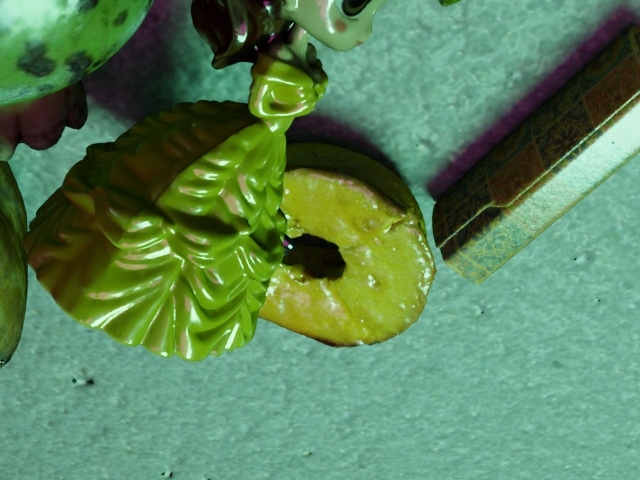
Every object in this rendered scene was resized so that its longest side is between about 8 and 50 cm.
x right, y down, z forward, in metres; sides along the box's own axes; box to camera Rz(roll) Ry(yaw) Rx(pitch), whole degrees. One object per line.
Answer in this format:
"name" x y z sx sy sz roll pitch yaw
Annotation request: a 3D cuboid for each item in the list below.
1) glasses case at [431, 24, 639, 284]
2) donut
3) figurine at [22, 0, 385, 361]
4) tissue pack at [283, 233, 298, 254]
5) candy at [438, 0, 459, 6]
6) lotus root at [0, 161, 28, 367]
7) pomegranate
"glasses case" 0.174 -0.062 0.894 0.049 0.075 0.218 32 125 -21
"donut" 0.000 -0.002 0.950 0.190 0.074 0.174 8 131 5
"figurine" -0.039 -0.094 0.751 0.187 0.168 0.315 12 120 -44
"tissue pack" -0.089 0.015 0.918 0.085 0.028 0.138 40 124 -11
"candy" 0.129 -0.247 0.737 0.246 0.069 0.149 -32 126 27
"lotus root" -0.319 -0.009 0.884 0.193 0.193 0.291 -3 132 4
"pomegranate" -0.223 -0.165 0.717 0.242 0.242 0.306 21 138 -16
